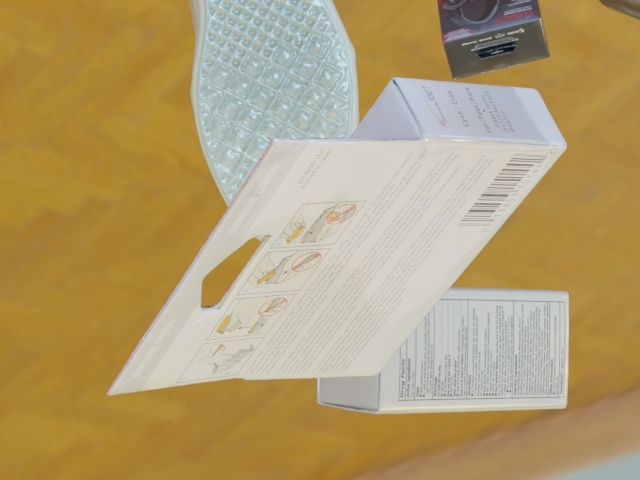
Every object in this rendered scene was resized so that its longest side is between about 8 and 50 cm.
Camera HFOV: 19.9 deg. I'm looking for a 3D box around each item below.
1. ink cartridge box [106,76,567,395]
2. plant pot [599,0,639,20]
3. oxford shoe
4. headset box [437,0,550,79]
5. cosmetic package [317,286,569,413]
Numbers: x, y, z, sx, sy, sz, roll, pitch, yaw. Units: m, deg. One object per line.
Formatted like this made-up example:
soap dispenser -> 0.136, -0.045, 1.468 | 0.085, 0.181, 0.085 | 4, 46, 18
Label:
ink cartridge box -> 0.000, 0.000, 1.346 | 0.261, 0.066, 0.296 | 0, 142, -36
plant pot -> 0.245, -0.167, 0.988 | 0.167, 0.165, 0.167 | -34, 136, -42
oxford shoe -> -0.058, -0.214, 1.816 | 0.169, 0.449, 0.130 | -14, 173, 4
headset box -> 0.105, -0.136, 1.120 | 0.062, 0.083, 0.032 | -13, 130, 10
cosmetic package -> 0.151, 0.129, 2.203 | 0.296, 0.153, 0.129 | 4, 178, -36
